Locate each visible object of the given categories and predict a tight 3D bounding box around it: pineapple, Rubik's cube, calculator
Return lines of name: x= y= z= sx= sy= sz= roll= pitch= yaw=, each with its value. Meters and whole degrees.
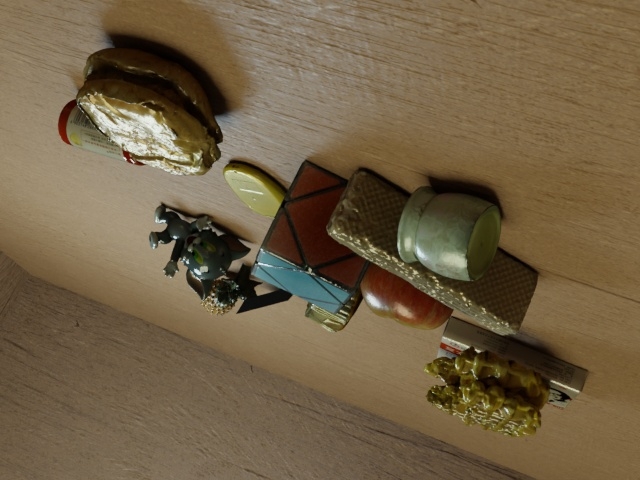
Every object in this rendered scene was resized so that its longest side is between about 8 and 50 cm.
pineapple: x=-0.275 y=0.150 z=2.678 sx=0.130 sy=0.119 sz=0.277 roll=13 pitch=161 yaw=-24
Rubik's cube: x=0.000 y=0.000 z=1.806 sx=0.205 sy=0.207 sz=0.205 roll=25 pitch=162 yaw=-2
calculator: x=-0.126 y=-0.097 z=1.978 sx=0.146 sy=0.032 sz=0.235 roll=12 pitch=156 yaw=36

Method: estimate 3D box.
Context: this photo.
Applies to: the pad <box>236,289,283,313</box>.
pad: x=-0.151 y=0.170 z=2.619 sx=0.170 sy=0.006 sz=0.245 roll=-13 pitch=168 yaw=-14

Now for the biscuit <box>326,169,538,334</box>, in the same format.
biscuit: x=0.213 y=0.029 z=1.712 sx=0.426 sy=0.144 sz=0.078 roll=31 pitch=162 yaw=-13

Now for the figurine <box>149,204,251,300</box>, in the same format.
figurine: x=-0.348 y=0.021 z=2.384 sx=0.265 sy=0.193 sz=0.140 roll=29 pitch=167 yaw=30

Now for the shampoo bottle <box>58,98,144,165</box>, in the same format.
shampoo bottle: x=-0.410 y=-0.219 z=1.899 sx=0.278 sy=0.104 sz=0.104 roll=17 pitch=160 yaw=23

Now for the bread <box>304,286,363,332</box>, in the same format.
bread: x=0.047 y=0.103 z=2.046 sx=0.110 sy=0.192 sz=0.210 roll=23 pitch=161 yaw=-1

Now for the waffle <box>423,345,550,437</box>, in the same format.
waffle: x=0.401 y=0.366 z=2.188 sx=0.261 sy=0.151 sz=0.324 roll=23 pitch=165 yaw=-7

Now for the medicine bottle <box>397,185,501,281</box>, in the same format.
medicine bottle: x=0.222 y=-0.013 z=1.574 sx=0.143 sy=0.147 sz=0.147 roll=18 pitch=161 yaw=31

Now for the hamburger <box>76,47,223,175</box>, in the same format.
hamburger: x=-0.305 y=-0.235 z=1.665 sx=0.259 sy=0.144 sz=0.283 roll=15 pitch=155 yaw=17

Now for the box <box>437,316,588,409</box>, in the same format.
box: x=0.471 y=0.310 z=2.273 sx=0.353 sy=0.069 sz=0.214 roll=20 pitch=161 yaw=11

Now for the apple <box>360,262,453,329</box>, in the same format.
apple: x=0.185 y=0.093 z=1.895 sx=0.209 sy=0.164 sz=0.209 roll=21 pitch=173 yaw=3
